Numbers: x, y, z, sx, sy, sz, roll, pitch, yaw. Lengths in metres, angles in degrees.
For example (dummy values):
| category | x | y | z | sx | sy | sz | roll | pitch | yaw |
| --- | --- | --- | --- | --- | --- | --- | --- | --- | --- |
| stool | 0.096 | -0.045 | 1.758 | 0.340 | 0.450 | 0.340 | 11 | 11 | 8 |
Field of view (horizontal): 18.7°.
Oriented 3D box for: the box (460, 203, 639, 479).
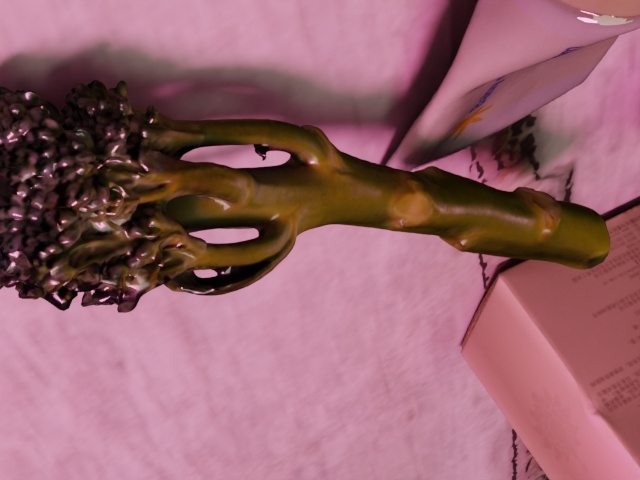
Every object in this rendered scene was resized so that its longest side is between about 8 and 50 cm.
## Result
| category | x | y | z | sx | sy | sz | roll | pitch | yaw |
| --- | --- | --- | --- | --- | --- | --- | --- | --- | --- |
| box | 0.214 | 0.063 | 1.079 | 0.212 | 0.168 | 0.095 | -24 | 155 | -24 |

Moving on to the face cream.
| category | x | y | z | sx | sy | sz | roll | pitch | yaw |
| --- | --- | --- | --- | --- | --- | --- | --- | --- | --- |
| face cream | 0.095 | -0.086 | 0.779 | 0.114 | 0.070 | 0.224 | -26 | 164 | -20 |

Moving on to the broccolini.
| category | x | y | z | sx | sy | sz | roll | pitch | yaw |
| --- | --- | --- | --- | --- | --- | --- | --- | --- | --- |
| broccolini | -0.001 | -0.006 | 0.782 | 0.392 | 0.074 | 0.078 | 9 | 98 | -56 |
